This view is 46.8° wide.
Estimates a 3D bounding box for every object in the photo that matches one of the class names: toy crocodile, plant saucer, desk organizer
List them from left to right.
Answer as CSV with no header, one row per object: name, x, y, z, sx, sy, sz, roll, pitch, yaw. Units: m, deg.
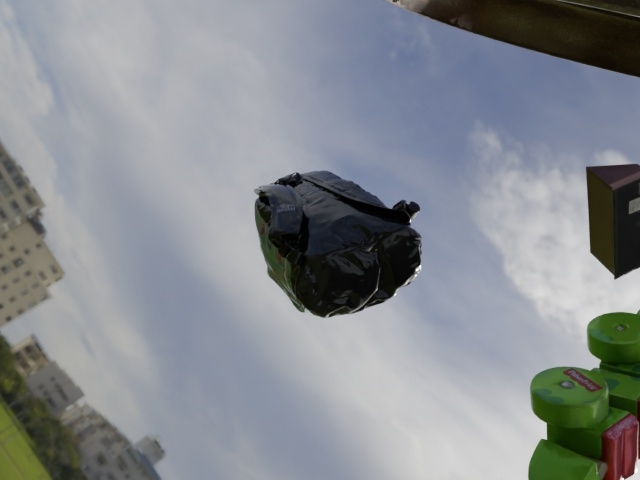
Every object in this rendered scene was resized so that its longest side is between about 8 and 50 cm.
desk organizer,0.320,-0.026,0.795,0.050,0.047,0.130,-119,-173,-50
toy crocodile,0.283,0.158,0.701,0.105,0.340,0.115,9,-65,40
plant saucer,0.180,-0.132,0.431,0.310,0.310,0.050,28,-72,45

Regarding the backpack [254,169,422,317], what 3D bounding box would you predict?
backpack,0.000,0.000,0.750,0.182,0.151,0.115,41,-42,54
